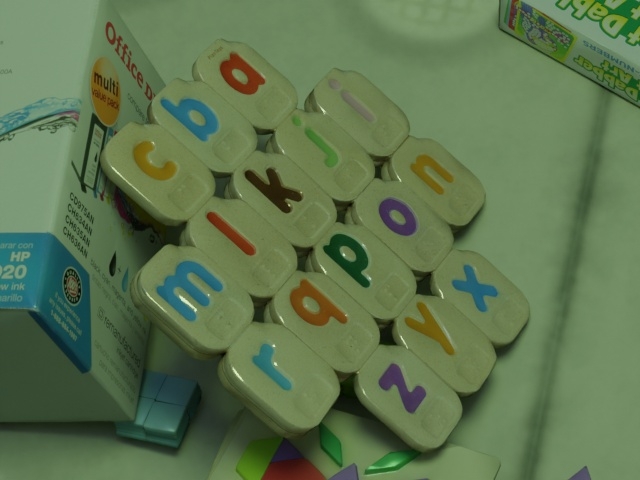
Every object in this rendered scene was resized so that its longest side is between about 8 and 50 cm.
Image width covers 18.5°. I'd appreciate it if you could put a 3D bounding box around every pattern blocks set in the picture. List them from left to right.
[{"bbox_3d":[0.008,0.170,1.199,0.325,0.026,0.285,2,46,10],"label":"pattern blocks set"}]

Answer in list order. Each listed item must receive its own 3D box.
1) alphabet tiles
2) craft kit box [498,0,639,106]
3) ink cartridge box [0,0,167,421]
[{"bbox_3d":[0.000,0.000,1.254,0.278,0.021,0.284,42,44,-1],"label":"alphabet tiles"},{"bbox_3d":[0.298,-0.191,1.406,0.250,0.061,0.246,32,70,19],"label":"craft kit box"},{"bbox_3d":[-0.204,-0.021,1.260,0.168,0.171,0.232,-2,61,17],"label":"ink cartridge box"}]
